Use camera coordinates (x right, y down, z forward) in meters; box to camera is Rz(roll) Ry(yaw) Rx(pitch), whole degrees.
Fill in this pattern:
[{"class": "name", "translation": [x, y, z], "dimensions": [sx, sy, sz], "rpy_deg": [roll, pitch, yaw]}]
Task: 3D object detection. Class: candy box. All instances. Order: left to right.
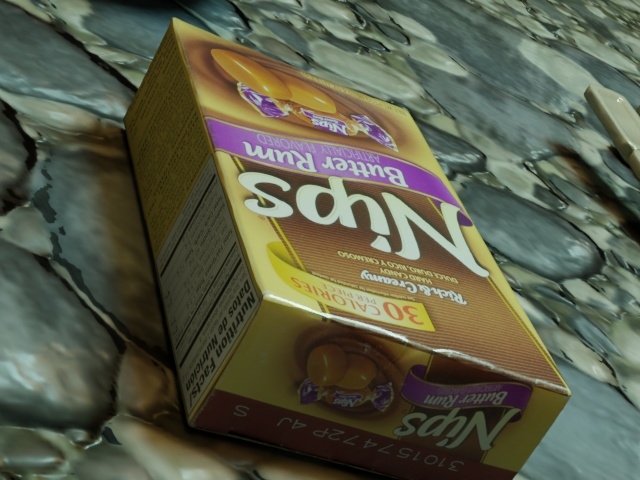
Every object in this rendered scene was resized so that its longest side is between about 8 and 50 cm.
[{"class": "candy box", "translation": [0.000, 0.000, 0.492], "dimensions": [0.109, 0.053, 0.187], "rpy_deg": [19, 27, -25]}]

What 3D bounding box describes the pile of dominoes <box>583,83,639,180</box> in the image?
[{"class": "pile of dominoes", "translation": [0.246, 0.017, 0.784], "dimensions": [0.196, 0.040, 0.251], "rpy_deg": [14, 36, -32]}]
